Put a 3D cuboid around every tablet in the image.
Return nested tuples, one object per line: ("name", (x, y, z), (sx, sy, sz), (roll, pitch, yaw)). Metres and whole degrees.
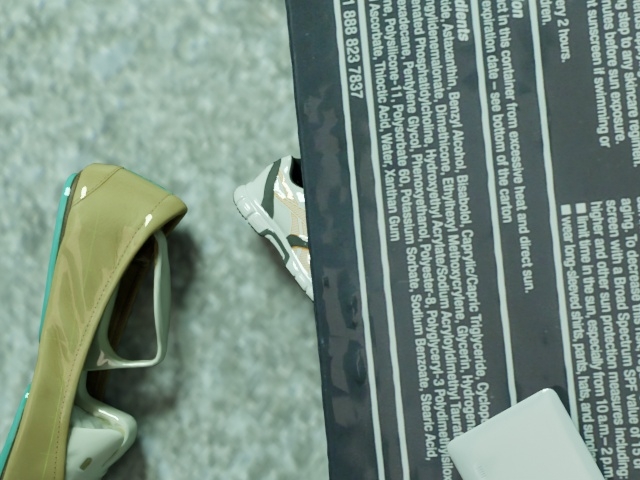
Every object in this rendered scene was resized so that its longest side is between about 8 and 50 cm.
("tablet", (0.093, 0.109, 0.771), (0.054, 0.006, 0.083), (-32, 81, 20))

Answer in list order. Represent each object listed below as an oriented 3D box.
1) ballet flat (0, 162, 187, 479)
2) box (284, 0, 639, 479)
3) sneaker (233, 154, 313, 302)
("ballet flat", (-0.126, 0.075, 1.018), (0.073, 0.080, 0.232), (14, 95, 7))
("box", (0.159, -0.022, 0.843), (0.294, 0.183, 0.296), (-6, 88, 23))
("sneaker", (0.000, 0.000, 0.985), (0.044, 0.040, 0.109), (-44, 74, 13))
